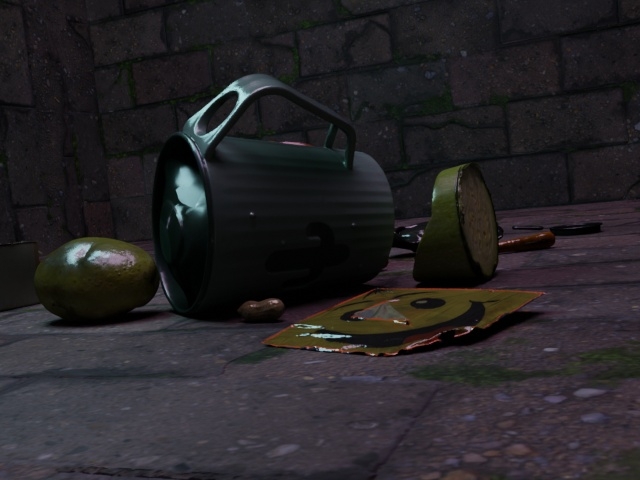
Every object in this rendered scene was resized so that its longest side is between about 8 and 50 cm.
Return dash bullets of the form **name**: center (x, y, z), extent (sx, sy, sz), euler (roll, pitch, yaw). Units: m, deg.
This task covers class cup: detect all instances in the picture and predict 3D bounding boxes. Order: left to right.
- **cup**: center (-0.080, -0.060, 1.278), extent (0.392, 0.310, 0.401), euler (-4, -30, -29)

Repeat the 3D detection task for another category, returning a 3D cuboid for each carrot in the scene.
- **carrot**: center (0.448, 0.009, 1.653), extent (0.190, 0.037, 0.037), euler (-8, 4, -9)

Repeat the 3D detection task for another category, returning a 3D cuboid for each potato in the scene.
- **potato**: center (-0.406, 0.074, 1.306), extent (0.248, 0.143, 0.169), euler (-1, 49, 24)

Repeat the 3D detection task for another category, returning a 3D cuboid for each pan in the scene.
- **pan**: center (0.638, -0.030, 1.948), extent (0.235, 0.028, 0.136), euler (-2, 4, 8)

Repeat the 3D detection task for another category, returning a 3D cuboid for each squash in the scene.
- **squash**: center (0.239, -0.033, 1.299), extent (0.133, 0.220, 0.220), euler (0, 6, 30)

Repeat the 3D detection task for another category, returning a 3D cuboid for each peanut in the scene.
- **peanut**: center (-0.092, 0.106, 1.099), extent (0.083, 0.037, 0.037), euler (-1, 6, 29)

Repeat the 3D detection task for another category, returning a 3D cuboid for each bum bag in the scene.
- **bum bag**: center (0.304, -0.007, 1.843), extent (0.326, 0.080, 0.142), euler (-3, 11, -7)

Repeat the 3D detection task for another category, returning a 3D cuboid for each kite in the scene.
- **kite**: center (0.107, 0.095, 0.958), extent (0.377, 0.013, 0.327), euler (-11, 7, -6)

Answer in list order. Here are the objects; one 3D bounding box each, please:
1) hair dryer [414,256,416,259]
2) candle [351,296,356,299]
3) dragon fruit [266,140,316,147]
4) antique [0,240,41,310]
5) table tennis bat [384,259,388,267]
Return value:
- **hair dryer**: center (0.243, 0.025, 1.622), extent (0.047, 0.071, 0.150), euler (-6, -12, -15)
- **candle**: center (0.111, 0.094, 1.071), extent (0.167, 0.021, 0.026), euler (-3, 4, 31)
- **dragon fruit**: center (-0.064, -0.065, 1.668), extent (0.305, 0.226, 0.305), euler (3, -32, 2)
- **antique**: center (-0.721, 0.077, 1.634), extent (0.146, 0.152, 0.148), euler (-2, 3, 36)
- **table tennis bat**: center (0.054, 0.051, 1.691), extent (0.200, 0.038, 0.310), euler (-11, 3, -30)
